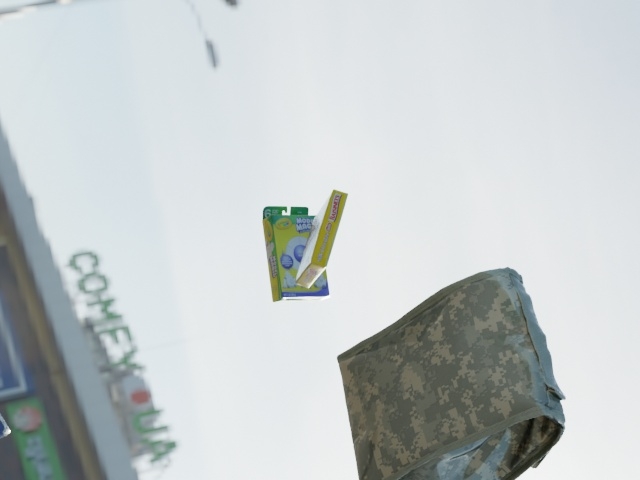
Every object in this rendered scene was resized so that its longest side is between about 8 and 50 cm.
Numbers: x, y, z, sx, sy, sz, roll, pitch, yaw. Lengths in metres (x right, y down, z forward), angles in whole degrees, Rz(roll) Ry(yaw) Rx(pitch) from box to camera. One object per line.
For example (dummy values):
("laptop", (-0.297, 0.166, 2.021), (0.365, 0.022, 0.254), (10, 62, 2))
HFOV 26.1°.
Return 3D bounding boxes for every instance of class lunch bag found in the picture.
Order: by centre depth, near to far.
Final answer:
("lunch bag", (0.183, 0.198, 1.778), (0.287, 0.169, 0.235), (-35, -136, 28))

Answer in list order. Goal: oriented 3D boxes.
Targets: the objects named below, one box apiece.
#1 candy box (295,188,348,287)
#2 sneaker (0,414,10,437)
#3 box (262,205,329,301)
("candy box", (0.000, 0.000, 1.893), (0.206, 0.027, 0.105), (126, -17, -78))
("sneaker", (-0.573, 0.175, 1.844), (0.315, 0.182, 0.127), (58, -19, -5))
("box", (-0.046, 0.020, 2.506), (0.043, 0.105, 0.179), (-30, -115, 54))
